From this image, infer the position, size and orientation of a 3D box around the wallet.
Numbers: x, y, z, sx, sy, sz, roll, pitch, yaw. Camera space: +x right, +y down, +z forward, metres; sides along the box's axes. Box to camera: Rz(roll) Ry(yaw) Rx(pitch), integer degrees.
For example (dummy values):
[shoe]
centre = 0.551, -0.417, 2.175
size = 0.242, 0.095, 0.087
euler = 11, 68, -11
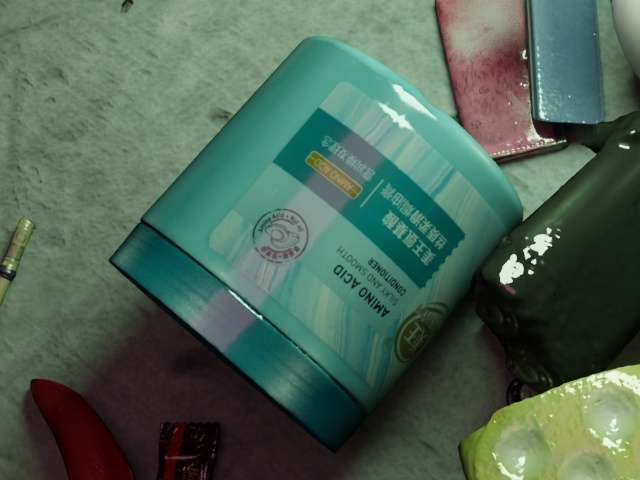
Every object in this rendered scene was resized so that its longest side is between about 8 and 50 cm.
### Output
[wallet]
centre = 0.217, -0.207, 1.999
size = 0.119, 0.025, 0.232
euler = -14, 69, 9

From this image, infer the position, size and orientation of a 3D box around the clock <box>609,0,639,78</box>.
[clock]
centre = 0.528, -0.262, 1.825
size = 0.377, 0.250, 0.368
euler = 23, 78, 25

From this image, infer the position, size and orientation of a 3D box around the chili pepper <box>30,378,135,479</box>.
[chili pepper]
centre = -0.268, 0.324, 1.922
size = 0.137, 0.092, 0.368
euler = -20, 61, 26

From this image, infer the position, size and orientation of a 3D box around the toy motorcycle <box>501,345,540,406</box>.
[toy motorcycle]
centre = 0.272, 0.094, 1.866
size = 0.152, 0.073, 0.225
euler = -9, 71, 5

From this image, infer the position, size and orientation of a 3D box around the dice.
[dice]
centre = 0.291, 0.275, 1.714
size = 0.233, 0.238, 0.227
euler = -23, 69, 6

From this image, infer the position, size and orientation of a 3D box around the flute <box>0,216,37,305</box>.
[flute]
centre = -0.406, 0.079, 2.052
size = 0.027, 0.027, 0.233
euler = 17, 78, 17

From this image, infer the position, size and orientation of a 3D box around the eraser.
[eraser]
centre = 0.289, -0.235, 1.966
size = 0.082, 0.036, 0.225
euler = 2, 69, -7

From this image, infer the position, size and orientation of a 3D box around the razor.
[razor]
centre = 0.302, 0.009, 1.785
size = 0.107, 0.189, 0.327
euler = -5, 34, 52

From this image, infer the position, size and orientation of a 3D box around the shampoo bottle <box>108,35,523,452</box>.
[shampoo bottle]
centre = 0.000, 0.000, 1.822
size = 0.331, 0.331, 0.342
euler = 38, 82, 21

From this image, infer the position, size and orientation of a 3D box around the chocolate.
[chocolate]
centre = -0.161, 0.300, 1.925
size = 0.086, 0.028, 0.182
euler = -3, 72, 21
